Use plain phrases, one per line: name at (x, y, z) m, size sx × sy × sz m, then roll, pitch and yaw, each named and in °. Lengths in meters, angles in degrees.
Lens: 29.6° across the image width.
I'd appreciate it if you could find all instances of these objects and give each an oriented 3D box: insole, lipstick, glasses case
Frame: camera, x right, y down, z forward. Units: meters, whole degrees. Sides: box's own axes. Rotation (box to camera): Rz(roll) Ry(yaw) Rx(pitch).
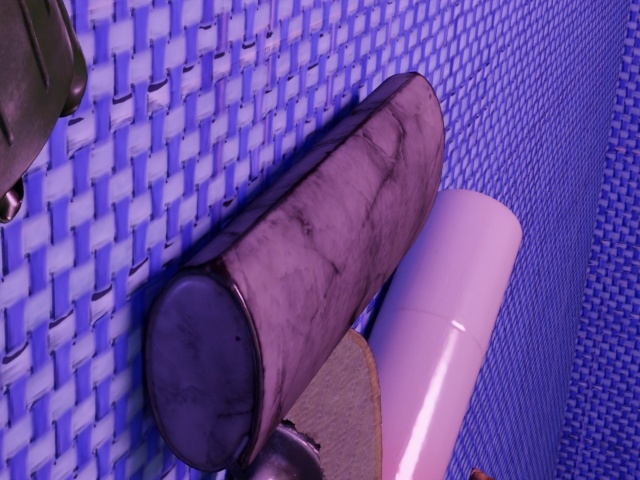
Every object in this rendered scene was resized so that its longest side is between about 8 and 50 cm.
insole at (-0.022, 0.218, 0.725) m, size 0.119 × 0.009 × 0.349 m, roll 9°, pitch 96°, yaw -39°
lipstick at (0.066, 0.110, 0.888) m, size 0.087 × 0.087 × 0.327 m, roll 78°, pitch 30°, yaw -50°
glasses case at (0.000, 0.000, 0.665) m, size 0.299 × 0.060 × 0.114 m, roll -49°, pitch 146°, yaw -57°

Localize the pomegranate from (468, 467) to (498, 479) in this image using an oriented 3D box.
pomegranate at (0.143, 0.303, 1.094) m, size 0.196 × 0.196 × 0.196 m, roll 12°, pitch 90°, yaw -72°

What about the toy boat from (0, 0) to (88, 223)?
toy boat at (-0.110, -0.076, 0.306) m, size 0.210 × 0.052 × 0.104 m, roll 77°, pitch 33°, yaw -50°

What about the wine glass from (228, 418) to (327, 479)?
wine glass at (-0.052, 0.162, 0.597) m, size 0.155 × 0.072 × 0.072 m, roll -58°, pitch 153°, yaw -46°
